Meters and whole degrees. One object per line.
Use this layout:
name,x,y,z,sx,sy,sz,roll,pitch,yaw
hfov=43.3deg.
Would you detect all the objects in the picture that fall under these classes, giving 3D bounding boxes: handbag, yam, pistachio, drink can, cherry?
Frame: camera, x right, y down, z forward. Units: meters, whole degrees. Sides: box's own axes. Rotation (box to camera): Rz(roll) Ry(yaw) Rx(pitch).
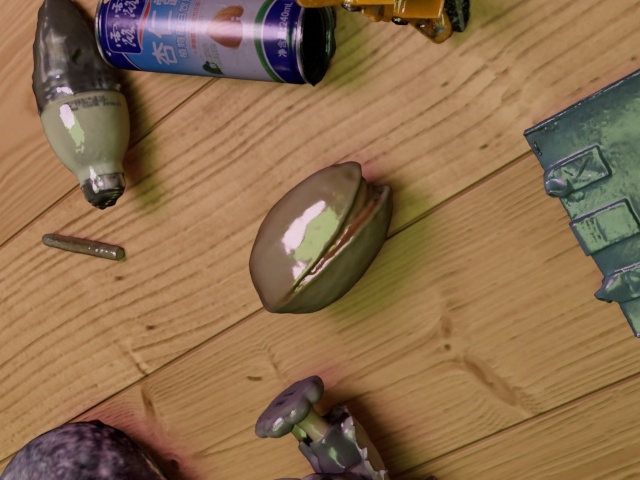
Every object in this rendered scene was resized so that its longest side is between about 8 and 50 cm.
handbag,0.306,-0.038,0.741,0.179,0.062,0.229,-29,93,29
yam,-0.302,0.007,1.017,0.116,0.021,0.021,11,109,18
pistachio,0.000,0.000,0.837,0.124,0.124,0.185,41,118,6
drink can,-0.109,-0.216,0.835,0.235,0.097,0.097,9,108,19
cherry,-0.289,0.373,1.013,0.255,0.218,0.296,-42,74,30

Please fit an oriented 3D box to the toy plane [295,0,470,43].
toy plane,0.078,-0.351,0.716,0.103,0.204,0.316,14,97,59

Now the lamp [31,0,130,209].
lamp,-0.274,-0.159,0.920,0.101,0.101,0.250,-20,85,25

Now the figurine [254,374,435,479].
figurine,0.079,0.325,0.892,0.387,0.166,0.207,51,150,0
